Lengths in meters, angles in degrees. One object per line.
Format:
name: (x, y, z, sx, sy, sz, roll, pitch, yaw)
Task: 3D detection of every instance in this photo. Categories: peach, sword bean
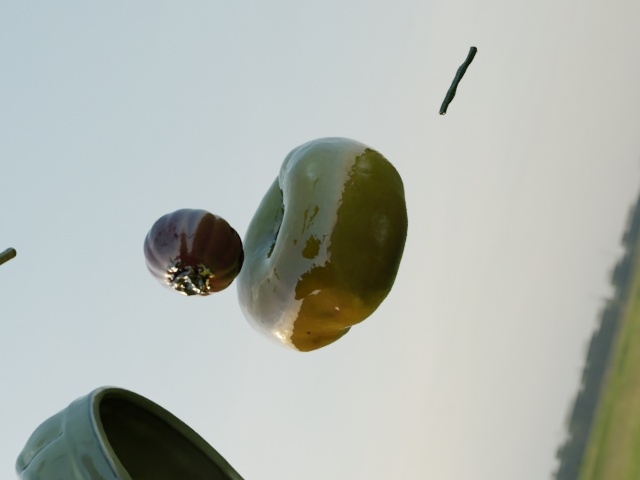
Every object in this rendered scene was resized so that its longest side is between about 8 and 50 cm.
peach: (0.000, 0.000, 2.051, 0.251, 0.153, 0.251, -52, 21, 29)
sword bean: (0.149, -0.174, 1.987, 0.083, 0.012, 0.012, -63, -9, 3)

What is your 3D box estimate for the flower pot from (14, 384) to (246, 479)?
flower pot: (-0.191, 0.316, 1.705, 0.244, 0.307, 0.307, -46, -5, 10)

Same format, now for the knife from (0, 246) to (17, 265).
knife: (-0.453, 0.078, 2.064, 0.256, 0.022, 0.046, -32, 12, -22)

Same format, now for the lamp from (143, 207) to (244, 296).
lamp: (-0.125, 0.013, 1.811, 0.101, 0.101, 0.090, 92, -175, -52)
